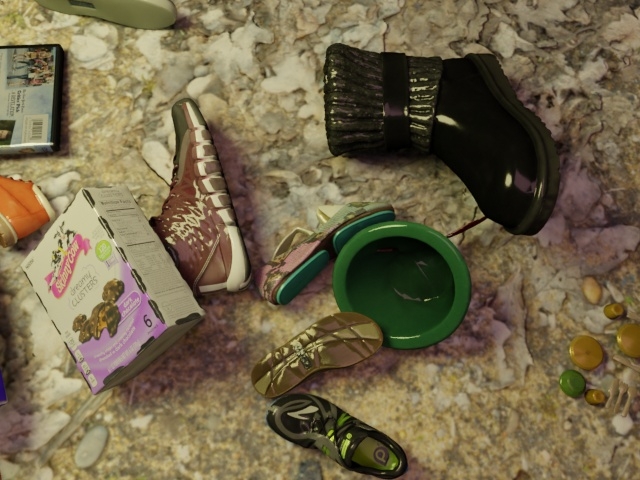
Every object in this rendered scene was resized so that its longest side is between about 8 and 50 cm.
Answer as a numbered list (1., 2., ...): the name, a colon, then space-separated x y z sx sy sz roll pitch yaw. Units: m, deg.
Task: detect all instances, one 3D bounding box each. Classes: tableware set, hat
1. tableware set: 0.399 0.160 0.812 0.104 0.024 0.154 27 74 6
2. hat: 0.144 0.042 0.821 0.209 0.183 0.172 -3 100 22

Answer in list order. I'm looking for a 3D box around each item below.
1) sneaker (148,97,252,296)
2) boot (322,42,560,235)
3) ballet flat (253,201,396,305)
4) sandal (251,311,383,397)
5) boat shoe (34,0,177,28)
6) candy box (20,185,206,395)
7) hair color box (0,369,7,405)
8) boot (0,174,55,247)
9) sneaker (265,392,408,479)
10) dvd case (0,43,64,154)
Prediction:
1. sneaker: -0.202 -0.050 0.773 0.163 0.106 0.281 -17 76 -7
2. boot: 0.139 -0.142 0.787 0.261 0.131 0.347 0 45 -11
3. ballet flat: 0.000 0.000 0.799 0.222 0.076 0.079 -37 58 -15
4. sandal: -0.005 0.150 0.763 0.180 0.049 0.072 -28 72 2
5. boat shoe: -0.324 -0.383 0.872 0.228 0.079 0.081 11 77 1
6. candy box: -0.256 0.059 0.704 0.165 0.070 0.196 -41 77 28
7. hair color box: -0.511 0.063 0.680 0.185 0.110 0.338 -22 74 8
8. boot: -0.430 -0.065 0.784 0.158 0.059 0.085 44 54 14
9. sneaker: 0.024 0.240 0.718 0.188 0.078 0.067 24 72 4
10. dvd case: -0.498 -0.198 0.820 0.253 0.022 0.180 -5 67 -7
